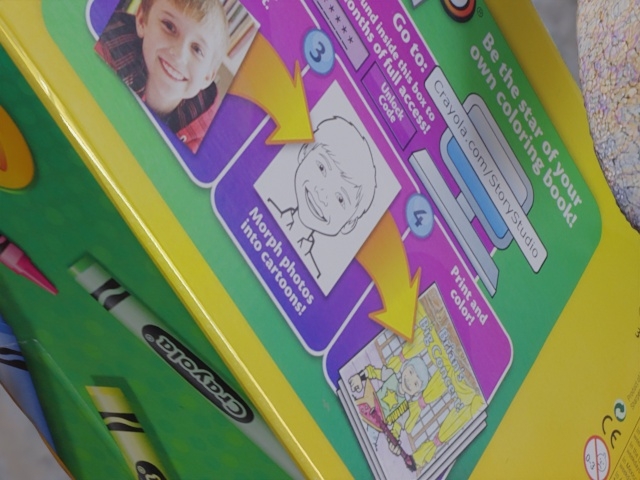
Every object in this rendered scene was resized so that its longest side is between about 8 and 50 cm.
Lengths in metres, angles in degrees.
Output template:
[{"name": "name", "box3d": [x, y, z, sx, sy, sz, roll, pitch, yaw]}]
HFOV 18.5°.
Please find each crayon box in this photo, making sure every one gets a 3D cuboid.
[{"name": "crayon box", "box3d": [0.000, 0.000, 0.515, 0.081, 0.165, 0.278, -11, 122, 40]}]

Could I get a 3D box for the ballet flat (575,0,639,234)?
[{"name": "ballet flat", "box3d": [0.133, -0.141, 0.491, 0.108, 0.316, 0.106, 12, 154, 12]}]
